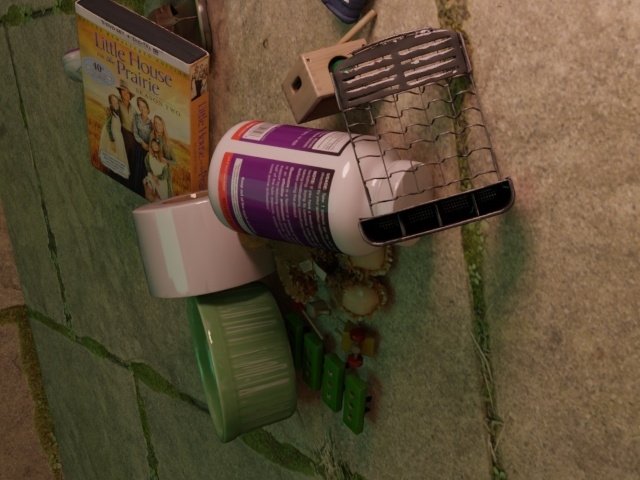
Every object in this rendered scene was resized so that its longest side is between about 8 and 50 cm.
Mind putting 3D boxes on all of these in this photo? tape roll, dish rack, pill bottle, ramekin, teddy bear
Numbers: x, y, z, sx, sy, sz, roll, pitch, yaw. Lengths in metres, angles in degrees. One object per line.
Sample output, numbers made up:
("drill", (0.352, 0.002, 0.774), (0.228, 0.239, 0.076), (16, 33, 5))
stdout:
("tape roll", (-0.217, -0.004, 1.920), (0.246, 0.246, 0.169), (3, 106, 58))
("dish rack", (0.127, -0.144, 1.352), (0.074, 0.208, 0.271), (-10, -95, -79))
("pill bottle", (0.000, -0.077, 1.537), (0.323, 0.181, 0.181), (12, 117, 32))
("ramekin", (-0.150, 0.223, 1.948), (0.303, 0.148, 0.303), (168, 90, -77))
("teddy bear", (0.000, 0.000, 1.725), (0.338, 0.113, 0.245), (14, 122, 47))

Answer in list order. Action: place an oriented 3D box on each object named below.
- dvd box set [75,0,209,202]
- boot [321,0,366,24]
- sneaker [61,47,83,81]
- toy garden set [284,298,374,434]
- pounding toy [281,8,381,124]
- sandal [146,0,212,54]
("dvd box set", (-0.355, -0.256, 2.060), (0.308, 0.062, 0.420), (31, 140, 22))
("boot", (0.005, -0.412, 1.525), (0.190, 0.069, 0.086), (55, 142, 26))
("sneaker", (-0.508, -0.378, 2.334), (0.305, 0.114, 0.152), (-1, 103, 59))
("toy garden set", (0.020, 0.195, 1.826), (0.244, 0.049, 0.203), (41, 139, 43))
("pounding toy", (0.023, -0.260, 1.532), (0.100, 0.130, 0.141), (68, 158, 9))
("sandal", (-0.288, -0.409, 1.987), (0.303, 0.086, 0.120), (5, 106, 59))
